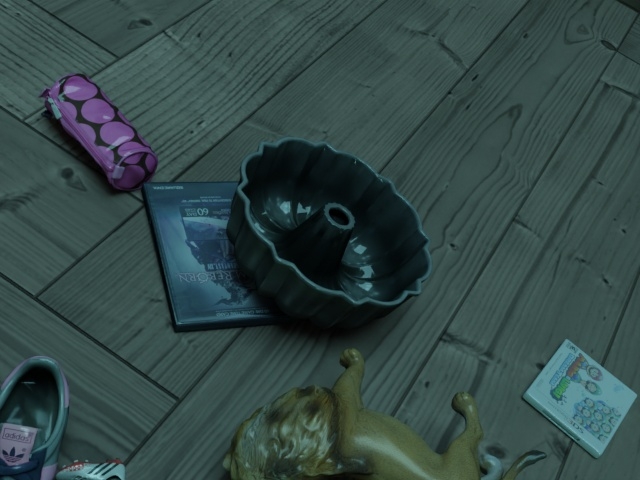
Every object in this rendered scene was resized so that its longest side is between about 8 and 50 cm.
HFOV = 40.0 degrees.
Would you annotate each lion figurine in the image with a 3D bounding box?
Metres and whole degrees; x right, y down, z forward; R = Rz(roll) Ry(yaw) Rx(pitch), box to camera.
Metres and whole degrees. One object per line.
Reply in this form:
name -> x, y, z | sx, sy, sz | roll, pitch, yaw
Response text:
lion figurine -> 0.089, 0.276, 1.115 | 0.392, 0.142, 0.240 | 15, 27, 10

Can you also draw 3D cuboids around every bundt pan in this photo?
bundt pan -> 0.000, 0.000, 1.341 | 0.331, 0.124, 0.331 | 21, 42, -20

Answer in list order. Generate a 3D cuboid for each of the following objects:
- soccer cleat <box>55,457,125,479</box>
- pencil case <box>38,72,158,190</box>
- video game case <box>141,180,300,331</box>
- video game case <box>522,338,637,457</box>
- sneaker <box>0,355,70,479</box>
soccer cleat -> -0.276, 0.285, 1.062 | 0.083, 0.029, 0.035 | 1, 46, -28
pencil case -> -0.352, -0.171, 1.395 | 0.209, 0.095, 0.098 | 44, 18, 19
video game case -> -0.155, 0.015, 1.356 | 0.196, 0.026, 0.274 | -2, 51, -24
video game case -> 0.412, 0.246, 1.390 | 0.143, 0.019, 0.157 | 40, 47, 14
sneaker -> -0.353, 0.270, 0.970 | 0.112, 0.131, 0.319 | 12, 47, -14
